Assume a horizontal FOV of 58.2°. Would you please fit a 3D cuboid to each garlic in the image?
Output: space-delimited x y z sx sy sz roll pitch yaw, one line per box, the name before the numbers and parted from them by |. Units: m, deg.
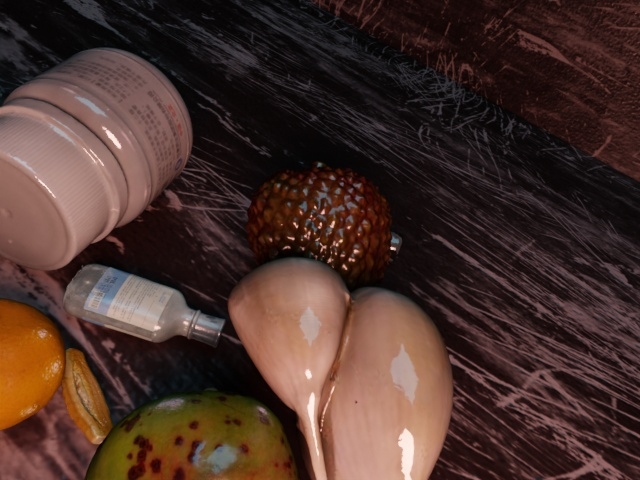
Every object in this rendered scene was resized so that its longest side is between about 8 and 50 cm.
garlic | -0.001 0.158 0.624 0.231 0.246 0.340 26 31 -24

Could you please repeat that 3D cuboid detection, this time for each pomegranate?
pomegranate | -0.118 0.226 0.565 0.202 0.202 0.248 17 17 -6

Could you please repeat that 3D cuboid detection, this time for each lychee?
lychee | 0.000 0.000 0.897 0.236 0.236 0.271 6 60 -21

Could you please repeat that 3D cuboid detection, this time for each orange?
orange | -0.357 0.133 0.613 0.156 0.124 0.156 17 17 -6

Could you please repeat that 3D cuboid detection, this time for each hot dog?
hot dog | -0.278 0.180 0.669 0.044 0.028 0.137 19 26 -54

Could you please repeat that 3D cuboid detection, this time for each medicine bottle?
medicine bottle | -0.235 0.095 0.786 0.209 0.053 0.090 20 33 -5
medicine bottle | -0.359 -0.125 0.853 0.245 0.245 0.306 24 42 4

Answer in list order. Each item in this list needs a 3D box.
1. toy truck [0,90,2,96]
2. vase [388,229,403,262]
toy truck | -0.729 -0.273 0.966 0.338 0.133 0.184 -4 25 -28
vase | 0.050 -0.023 1.089 0.211 0.060 0.060 22 35 1
